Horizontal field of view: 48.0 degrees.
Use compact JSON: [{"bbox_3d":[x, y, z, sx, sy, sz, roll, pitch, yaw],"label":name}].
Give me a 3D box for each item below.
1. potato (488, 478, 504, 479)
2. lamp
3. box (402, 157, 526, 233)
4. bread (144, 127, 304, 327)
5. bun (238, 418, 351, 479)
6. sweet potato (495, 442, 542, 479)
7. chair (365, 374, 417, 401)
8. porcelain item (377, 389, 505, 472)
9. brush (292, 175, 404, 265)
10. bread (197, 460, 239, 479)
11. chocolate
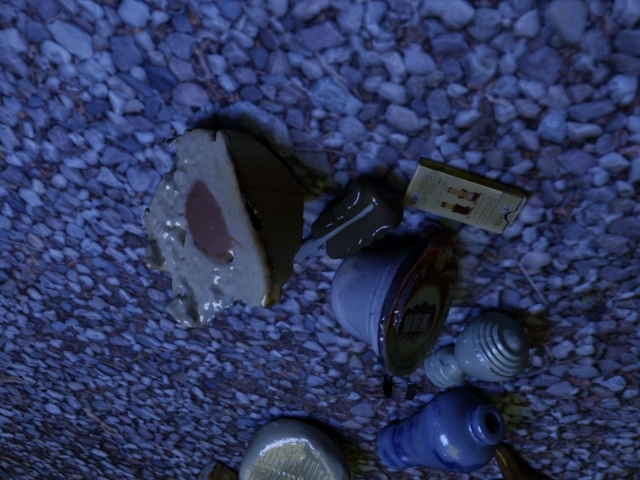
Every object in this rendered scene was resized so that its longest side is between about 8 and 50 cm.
[{"bbox_3d":[0.382,0.589,1.481,0.182,0.117,0.202,27,136,-8],"label":"potato"},{"bbox_3d":[0.243,0.178,1.121,0.106,0.106,0.193,30,145,-14],"label":"lamp"},{"bbox_3d":[0.188,-0.057,0.948,0.149,0.020,0.073,18,135,-2],"label":"box"},{"bbox_3d":[-0.144,-0.032,0.938,0.183,0.224,0.211,-26,115,28],"label":"bread"},{"bbox_3d":[-0.049,0.461,1.460,0.229,0.145,0.229,2,101,13],"label":"bun"},{"bbox_3d":[0.378,0.449,1.385,0.182,0.053,0.054,43,169,-23],"label":"sweet potato"},{"bbox_3d":[0.124,0.262,1.277,0.086,0.037,0.042,-5,144,25],"label":"chair"},{"bbox_3d":[0.212,0.345,1.275,0.141,0.141,0.259,36,142,-20],"label":"porcelain item"},{"bbox_3d":[0.000,0.000,1.039,0.084,0.071,0.301,47,139,-8],"label":"brush"},{"bbox_3d":[-0.239,0.558,1.653,0.083,0.070,0.076,39,131,-21],"label":"bread"},{"bbox_3d":[0.090,0.071,1.016,0.147,0.221,0.221,24,142,29],"label":"chocolate"}]
